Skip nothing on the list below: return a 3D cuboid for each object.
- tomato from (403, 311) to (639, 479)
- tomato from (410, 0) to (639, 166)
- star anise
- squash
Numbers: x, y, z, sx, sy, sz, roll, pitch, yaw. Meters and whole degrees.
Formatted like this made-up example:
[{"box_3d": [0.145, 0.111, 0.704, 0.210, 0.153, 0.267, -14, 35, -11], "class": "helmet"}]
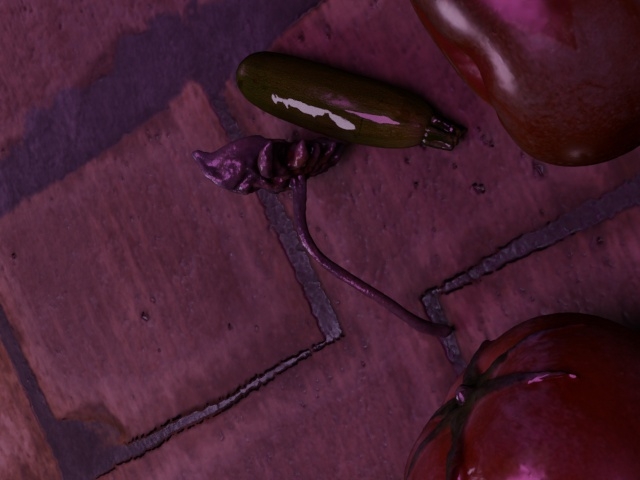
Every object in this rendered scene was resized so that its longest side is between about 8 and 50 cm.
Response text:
[{"box_3d": [0.211, 0.197, 1.410, 0.265, 0.265, 0.265, 11, 109, 35], "class": "tomato"}, {"box_3d": [0.196, -0.202, 1.310, 0.222, 0.270, 0.270, -37, 77, 0], "class": "tomato"}, {"box_3d": [0.000, 0.000, 1.610, 0.218, 0.148, 0.227, -10, 84, -4], "class": "star anise"}, {"box_3d": [0.017, -0.131, 1.584, 0.252, 0.066, 0.066, 19, 113, 32], "class": "squash"}]
